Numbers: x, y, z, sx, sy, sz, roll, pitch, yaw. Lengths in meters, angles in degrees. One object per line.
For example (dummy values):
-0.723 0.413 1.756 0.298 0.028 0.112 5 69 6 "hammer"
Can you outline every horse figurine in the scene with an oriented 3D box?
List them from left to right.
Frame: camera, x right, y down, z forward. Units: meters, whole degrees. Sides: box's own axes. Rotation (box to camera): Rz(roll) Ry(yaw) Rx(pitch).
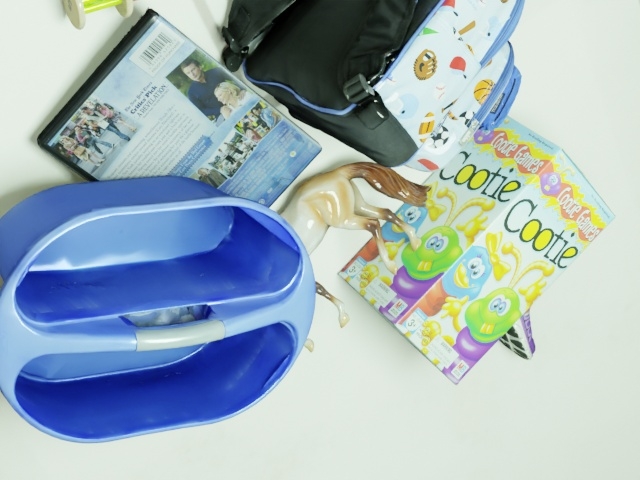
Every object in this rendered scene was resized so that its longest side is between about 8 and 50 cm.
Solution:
0.000 0.000 1.635 0.263 0.066 0.174 -44 95 3 "horse figurine"

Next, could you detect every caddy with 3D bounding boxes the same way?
-0.171 0.067 1.440 0.341 0.179 0.241 -7 112 -29 "caddy"

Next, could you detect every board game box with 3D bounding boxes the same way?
0.184 0.005 1.717 0.275 0.144 0.142 -47 128 -2 "board game box"

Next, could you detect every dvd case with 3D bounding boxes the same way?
-0.143 -0.100 1.512 0.180 0.022 0.253 -47 124 9 "dvd case"

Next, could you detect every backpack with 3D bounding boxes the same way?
0.081 -0.215 1.482 0.213 0.276 0.263 36 87 -43 "backpack"
0.168 -0.172 1.645 0.120 0.101 0.098 14 113 -38 "backpack"

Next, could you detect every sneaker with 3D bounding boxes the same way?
0.253 0.080 1.846 0.071 0.068 0.170 -30 125 -20 "sneaker"

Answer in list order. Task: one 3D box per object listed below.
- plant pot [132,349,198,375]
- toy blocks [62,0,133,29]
-0.181 0.120 1.609 0.081 0.081 0.083 7 102 -32 "plant pot"
-0.182 -0.281 1.413 0.148 0.054 0.123 -20 122 -20 "toy blocks"
